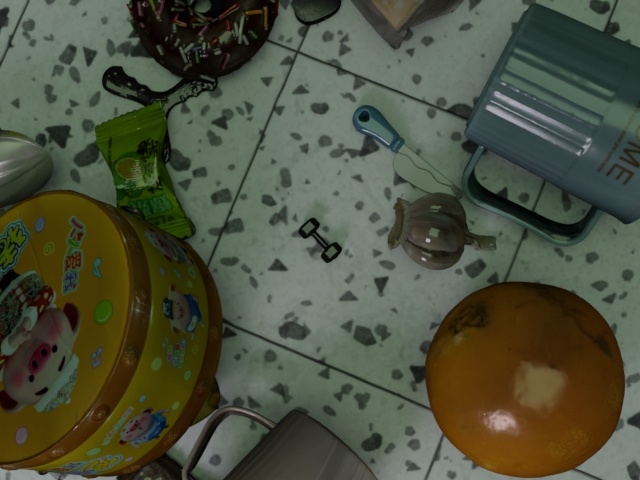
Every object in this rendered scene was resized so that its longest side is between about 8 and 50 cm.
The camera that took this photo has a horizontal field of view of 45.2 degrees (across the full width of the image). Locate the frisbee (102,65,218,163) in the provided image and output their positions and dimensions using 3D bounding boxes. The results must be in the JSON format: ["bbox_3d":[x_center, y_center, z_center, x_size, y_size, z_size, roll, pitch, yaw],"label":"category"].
[{"bbox_3d":[-0.287,-0.232,1.393,0.210,0.012,0.188,-4,87,0],"label":"frisbee"}]

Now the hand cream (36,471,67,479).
[{"bbox_3d":[-0.543,0.338,1.346,0.256,0.050,0.084,29,86,10],"label":"hand cream"}]

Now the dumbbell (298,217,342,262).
[{"bbox_3d":[0.000,0.000,1.356,0.083,0.040,0.036,47,121,4],"label":"dumbbell"}]

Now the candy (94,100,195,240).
[{"bbox_3d":[-0.318,-0.108,1.354,0.148,0.069,0.247,-13,86,6],"label":"candy"}]

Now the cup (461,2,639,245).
[{"bbox_3d":[0.414,-0.192,1.278,0.311,0.331,0.257,28,54,5],"label":"cup"}]

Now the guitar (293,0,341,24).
[{"bbox_3d":[-0.043,-0.503,1.397,0.088,0.025,0.233,-26,86,1],"label":"guitar"}]

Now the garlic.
[{"bbox_3d":[0.219,-0.005,1.317,0.194,0.127,0.131,19,83,-17],"label":"garlic"}]

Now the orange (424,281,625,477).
[{"bbox_3d":[0.318,0.214,1.202,0.311,0.312,0.312,0,86,2],"label":"orange"}]

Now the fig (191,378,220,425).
[{"bbox_3d":[-0.245,0.251,1.291,0.165,0.154,0.144,5,105,37],"label":"fig"}]

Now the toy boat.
[{"bbox_3d":[-0.595,-0.119,1.344,0.269,0.141,0.141,-24,86,1],"label":"toy boat"}]

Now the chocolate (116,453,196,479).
[{"bbox_3d":[-0.207,0.481,1.317,0.329,0.065,0.102,38,89,6],"label":"chocolate"}]

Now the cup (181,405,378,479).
[{"bbox_3d":[-0.081,0.420,1.233,0.288,0.208,0.273,28,65,39],"label":"cup"}]

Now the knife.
[{"bbox_3d":[0.150,-0.147,1.370,0.244,0.032,0.058,44,86,0],"label":"knife"}]

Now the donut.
[{"bbox_3d":[-0.207,-0.415,1.353,0.269,0.103,0.270,0,84,4],"label":"donut"}]

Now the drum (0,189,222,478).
[{"bbox_3d":[-0.375,0.143,1.186,0.430,0.214,0.432,-10,68,27],"label":"drum"}]

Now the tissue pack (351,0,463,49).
[{"bbox_3d":[0.106,-0.509,1.324,0.238,0.238,0.306,-38,86,-1],"label":"tissue pack"}]
